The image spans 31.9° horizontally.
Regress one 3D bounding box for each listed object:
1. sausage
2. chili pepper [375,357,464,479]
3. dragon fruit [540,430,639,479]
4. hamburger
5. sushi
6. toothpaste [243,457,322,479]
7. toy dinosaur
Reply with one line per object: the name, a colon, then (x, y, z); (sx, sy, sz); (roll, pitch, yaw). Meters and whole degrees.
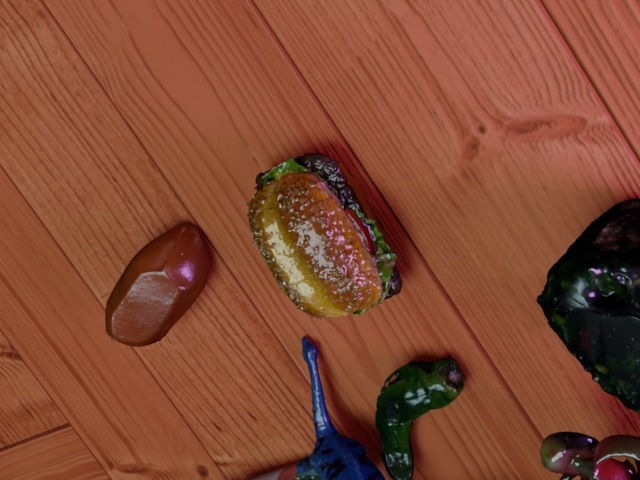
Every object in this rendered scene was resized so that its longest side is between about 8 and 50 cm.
sausage: (-0.184, 0.057, 1.252); (0.089, 0.089, 0.179); (42, 128, 6)
chili pepper: (0.089, 0.179, 1.147); (0.073, 0.050, 0.182); (29, 137, 10)
dragon fruit: (0.323, 0.266, 0.938); (0.218, 0.198, 0.273); (137, 115, -75)
hamburger: (0.000, 0.000, 1.059); (0.137, 0.087, 0.166); (-18, 108, 44)
sushi: (0.280, 0.074, 0.861); (0.225, 0.127, 0.124); (36, 136, 10)
toothpaste: (-0.043, 0.307, 1.352); (0.234, 0.057, 0.089); (-22, 106, 34)
toy dinosaur: (0.036, 0.271, 1.208); (0.144, 0.076, 0.329); (108, 144, -63)
